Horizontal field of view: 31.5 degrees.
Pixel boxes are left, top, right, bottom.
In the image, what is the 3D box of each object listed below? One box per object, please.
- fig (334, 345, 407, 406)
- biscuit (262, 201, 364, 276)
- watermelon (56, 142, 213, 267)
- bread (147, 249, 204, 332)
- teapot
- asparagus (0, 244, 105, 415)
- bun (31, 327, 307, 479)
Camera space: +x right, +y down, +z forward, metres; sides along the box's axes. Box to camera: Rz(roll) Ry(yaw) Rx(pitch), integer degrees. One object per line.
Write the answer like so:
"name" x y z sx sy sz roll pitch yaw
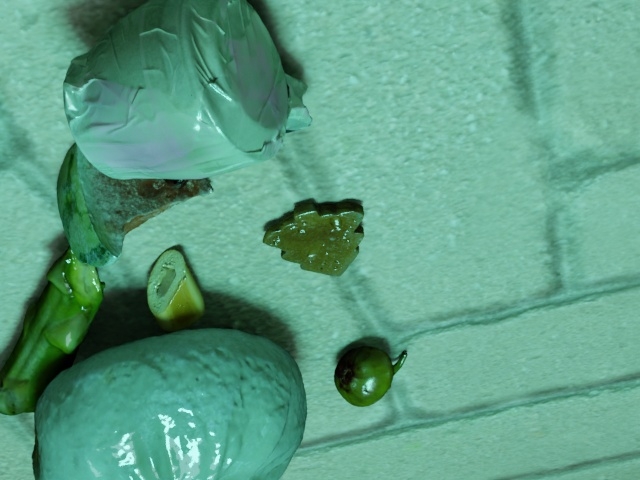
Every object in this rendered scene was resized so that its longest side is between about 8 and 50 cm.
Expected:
"fig" 0.066 0.178 1.493 0.098 0.082 0.084 9 106 -44
"biscuit" 0.000 0.000 1.292 0.119 0.019 0.130 -15 141 8
"watermelon" -0.210 -0.047 1.181 0.158 0.121 0.098 -39 178 -34
"bread" -0.174 0.060 1.312 0.062 0.049 0.103 -33 143 -12
"teapot" -0.125 -0.138 1.021 0.178 0.221 0.163 -14 104 24
"asparagus" -0.316 0.111 1.339 0.085 0.082 0.343 39 131 1
"bun" -0.181 0.249 1.390 0.362 0.211 0.362 -13 152 -7
